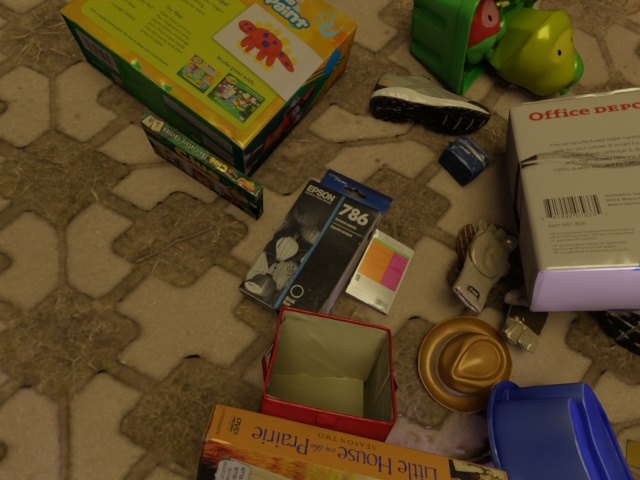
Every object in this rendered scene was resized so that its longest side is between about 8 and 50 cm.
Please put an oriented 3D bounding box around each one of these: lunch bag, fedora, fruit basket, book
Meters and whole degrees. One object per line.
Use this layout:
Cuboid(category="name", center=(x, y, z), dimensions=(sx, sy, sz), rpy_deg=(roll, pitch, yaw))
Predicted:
Cuboid(category="lunch bag", center=(0.312, -0.180, 1.025), dimensions=(0.065, 0.067, 0.098), rpy_deg=(-38, 80, -16))
Cuboid(category="fedora", center=(0.286, 0.232, 0.890), dimensions=(0.194, 0.079, 0.195), rpy_deg=(2, 73, -6))
Cuboid(category="fruit basket", center=(0.431, -0.490, 1.049), dimensions=(0.391, 0.283, 0.393), rpy_deg=(-3, 62, 6))
Cuboid(category="book", center=(0.120, 0.064, 0.947), dimensions=(0.096, 0.035, 0.144), rpy_deg=(28, 72, -1))

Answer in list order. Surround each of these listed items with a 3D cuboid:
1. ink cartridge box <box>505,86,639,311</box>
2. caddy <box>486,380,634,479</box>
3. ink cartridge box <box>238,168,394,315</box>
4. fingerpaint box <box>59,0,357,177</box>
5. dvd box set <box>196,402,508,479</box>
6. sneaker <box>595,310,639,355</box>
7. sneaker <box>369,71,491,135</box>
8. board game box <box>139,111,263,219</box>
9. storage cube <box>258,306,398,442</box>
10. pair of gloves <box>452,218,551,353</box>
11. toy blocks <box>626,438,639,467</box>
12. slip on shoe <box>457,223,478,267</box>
Cuboid(category="ink cartridge box", center=(0.520, -0.080, 0.877), dimensions=(0.285, 0.166, 0.395), rpy_deg=(-3, 56, 15))
Cuboid(category="caddy", center=(0.391, 0.400, 0.779), dimensions=(0.241, 0.179, 0.342), rpy_deg=(2, 67, -49))
Cuboid(category="ink cartridge box", center=(0.000, 0.000, 0.918), dimensions=(0.165, 0.065, 0.333), rpy_deg=(26, 70, 16))
Cuboid(category="fingerpaint box", center=(-0.213, -0.410, 0.980), dimensions=(0.444, 0.163, 0.371), rpy_deg=(36, 73, 4))
Cuboid(category="dvd box set", center=(0.021, 0.404, 0.705), dimensions=(0.419, 0.308, 0.062), rpy_deg=(15, 35, -3))
Cuboid(category="sneaker", center=(0.629, 0.123, 0.958), dimensions=(0.279, 0.107, 0.118), rpy_deg=(46, 60, 4))
Cuboid(category="sneaker", center=(0.249, -0.312, 1.043), dimensions=(0.271, 0.100, 0.108), rpy_deg=(14, 67, -2))
Cuboid(category="board game box", center=(-0.223, -0.139, 0.911), dimensions=(0.259, 0.136, 0.030), rpy_deg=(33, 71, 4))
Cuboid(category="storage cube", center=(0.002, 0.253, 0.755), dimensions=(0.214, 0.193, 0.184), rpy_deg=(13, 35, -4))
Cuboid(category="pair of gloves", center=(0.375, 0.091, 0.939), dimensions=(0.240, 0.042, 0.204), rpy_deg=(37, 63, -12))
Cuboid(category="toy blocks", center=(0.683, 0.467, 0.773), dimensions=(0.190, 0.261, 0.382), rpy_deg=(16, 72, -2))
Cuboid(category="slip on shoe", center=(0.320, 0.032, 0.976), dimensions=(0.041, 0.051, 0.136), rpy_deg=(14, 62, -37))
